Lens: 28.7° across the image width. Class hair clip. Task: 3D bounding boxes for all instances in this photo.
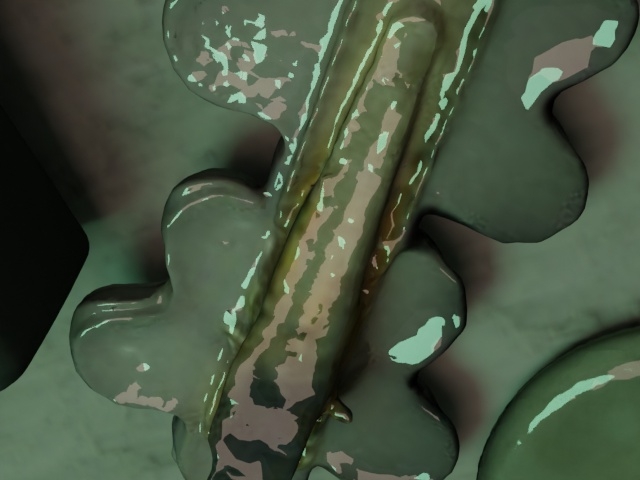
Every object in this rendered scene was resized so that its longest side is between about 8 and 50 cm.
[{"bbox_3d":[0.002,-0.004,0.403,0.146,0.075,0.257,21,113,2],"label":"hair clip"}]

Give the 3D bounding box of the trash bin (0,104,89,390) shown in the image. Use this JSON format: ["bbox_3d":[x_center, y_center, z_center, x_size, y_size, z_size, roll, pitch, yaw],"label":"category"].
[{"bbox_3d":[-0.204,-0.046,0.394,0.177,0.101,0.236,-15,124,24],"label":"trash bin"}]

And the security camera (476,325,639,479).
[{"bbox_3d":[0.194,0.097,0.396,0.302,0.080,0.157,-9,114,22],"label":"security camera"}]
